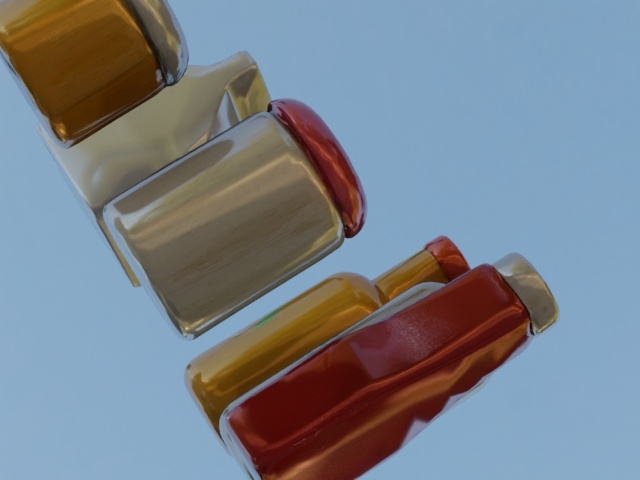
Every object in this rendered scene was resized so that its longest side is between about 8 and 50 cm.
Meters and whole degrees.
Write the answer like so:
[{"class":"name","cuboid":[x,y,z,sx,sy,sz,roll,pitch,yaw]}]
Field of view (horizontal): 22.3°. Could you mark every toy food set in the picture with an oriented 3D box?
[{"class":"toy food set","cuboid":[0.000,0.000,0.466,0.104,0.111,0.232,-32,-36,-8]}]
